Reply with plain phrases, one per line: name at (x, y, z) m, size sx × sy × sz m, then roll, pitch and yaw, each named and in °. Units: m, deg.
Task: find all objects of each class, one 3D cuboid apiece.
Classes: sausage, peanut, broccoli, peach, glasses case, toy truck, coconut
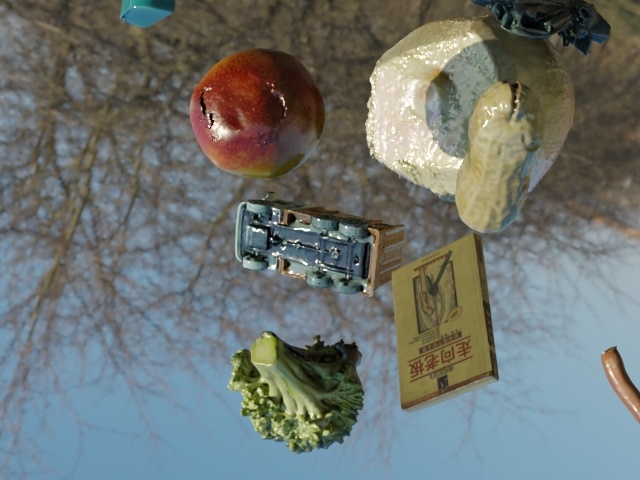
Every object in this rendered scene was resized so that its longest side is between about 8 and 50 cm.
sausage at (0.545, 0.268, 1.934) m, size 0.040 × 0.047 × 0.177 m, roll -3°, pitch -124°, yaw -57°
peanut at (0.295, -0.136, 1.832) m, size 0.130 × 0.290 × 0.130 m, roll 4°, pitch -134°, yaw -4°
broccoli at (-0.050, 0.243, 2.028) m, size 0.263 × 0.247 × 0.243 m, roll 44°, pitch 173°, yaw 41°
peach at (-0.105, -0.211, 1.865) m, size 0.231 × 0.231 × 0.231 m, roll 22°, pitch -170°, yaw -4°
glasses case at (-0.266, -0.492, 1.720) m, size 0.070 × 0.301 × 0.117 m, roll 4°, pitch 174°, yaw -30°
toy truck at (0.000, 0.000, 2.069) m, size 0.305 × 0.136 × 0.162 m, roll 13°, pitch -164°, yaw 29°
coconut at (0.324, -0.267, 2.240) m, size 0.404 × 0.404 × 0.404 m, roll 22°, pitch -170°, yaw -4°

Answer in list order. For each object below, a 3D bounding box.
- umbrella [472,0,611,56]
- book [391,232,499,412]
umbrella at (0.395, -0.429, 2.071) m, size 0.349 × 0.094 × 0.143 m, roll 1°, pitch -144°, yaw -42°
book at (0.173, 0.118, 1.591) m, size 0.026 × 0.161 × 0.231 m, roll 28°, pitch -133°, yaw -39°
